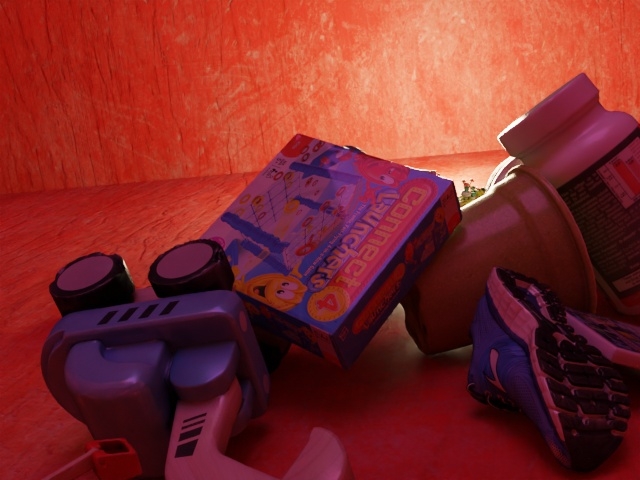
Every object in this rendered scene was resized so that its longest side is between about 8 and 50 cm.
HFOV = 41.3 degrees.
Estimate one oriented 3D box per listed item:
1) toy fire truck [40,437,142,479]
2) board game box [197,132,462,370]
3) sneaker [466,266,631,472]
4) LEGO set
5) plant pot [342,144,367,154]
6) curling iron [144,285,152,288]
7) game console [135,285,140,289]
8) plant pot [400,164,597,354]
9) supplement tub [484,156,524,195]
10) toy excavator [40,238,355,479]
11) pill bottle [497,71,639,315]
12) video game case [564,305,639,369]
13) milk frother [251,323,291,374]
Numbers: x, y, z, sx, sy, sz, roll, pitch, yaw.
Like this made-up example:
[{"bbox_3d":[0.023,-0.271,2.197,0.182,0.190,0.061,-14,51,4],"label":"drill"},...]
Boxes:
[{"bbox_3d":[-0.266,0.284,0.830,0.192,0.135,0.047,-14,15,-27],"label":"toy fire truck"},{"bbox_3d":[0.000,0.000,1.262,0.302,0.086,0.308,21,59,35],"label":"board game box"},{"bbox_3d":[0.271,0.176,1.071,0.130,0.147,0.330,17,25,-16],"label":"sneaker"},{"bbox_3d":[0.261,-0.115,1.872,0.287,0.107,0.132,0,22,-10],"label":"LEGO set"},{"bbox_3d":[0.006,0.002,1.582,0.235,0.293,0.293,-27,19,-18],"label":"plant pot"},{"bbox_3d":[-0.290,0.117,1.761,0.068,0.035,0.274,9,-6,-43],"label":"curling iron"},{"bbox_3d":[-0.430,0.134,1.789,0.124,0.085,0.144,20,0,-30],"label":"game console"},{"bbox_3d":[0.247,0.054,1.337,0.254,0.276,0.276,-21,15,-6],"label":"plant pot"},{"bbox_3d":[0.468,-0.059,1.665,0.235,0.235,0.325,-9,14,-6],"label":"supplement tub"},{"bbox_3d":[-0.160,0.205,1.026,0.433,0.222,0.445,-9,32,11],"label":"toy excavator"},{"bbox_3d":[0.465,-0.077,1.378,0.210,0.363,0.210,-37,0,0],"label":"pill bottle"},{"bbox_3d":[0.427,0.143,1.153,0.183,0.023,0.201,16,10,-12],"label":"video game case"},{"bbox_3d":[-0.137,0.166,1.363,0.135,0.129,0.143,24,-36,-29],"label":"milk frother"}]
